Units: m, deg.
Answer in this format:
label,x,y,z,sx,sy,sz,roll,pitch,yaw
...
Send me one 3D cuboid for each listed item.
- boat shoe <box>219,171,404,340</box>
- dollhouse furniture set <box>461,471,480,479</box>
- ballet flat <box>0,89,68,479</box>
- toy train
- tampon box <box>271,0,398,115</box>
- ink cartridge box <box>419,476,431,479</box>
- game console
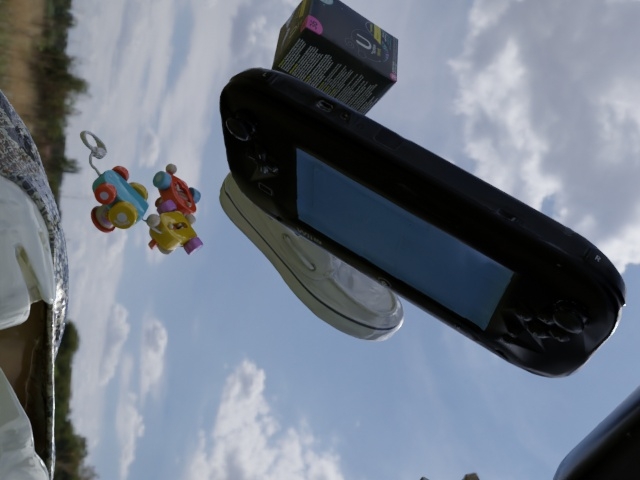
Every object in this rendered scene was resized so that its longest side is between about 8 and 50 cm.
label,x,y,z,sx,sy,sz,roll,pitch,yaw
boat shoe,0.000,0.000,0.880,0.267,0.096,0.088,47,-41,9
dollhouse furniture set,0.017,0.261,0.516,0.161,0.212,0.242,-102,178,-67
ballet flat,-0.265,0.095,0.604,0.182,0.164,0.483,26,-60,52
toy train,-0.177,-0.038,0.761,0.046,0.166,0.125,-38,-122,16
tampon box,0.024,-0.281,1.170,0.101,0.161,0.120,-43,-151,40
ink cartridge box,0.181,0.419,0.942,0.060,0.239,0.275,-57,171,-40
game console,0.102,0.044,0.350,0.044,0.361,0.213,-48,162,-32
